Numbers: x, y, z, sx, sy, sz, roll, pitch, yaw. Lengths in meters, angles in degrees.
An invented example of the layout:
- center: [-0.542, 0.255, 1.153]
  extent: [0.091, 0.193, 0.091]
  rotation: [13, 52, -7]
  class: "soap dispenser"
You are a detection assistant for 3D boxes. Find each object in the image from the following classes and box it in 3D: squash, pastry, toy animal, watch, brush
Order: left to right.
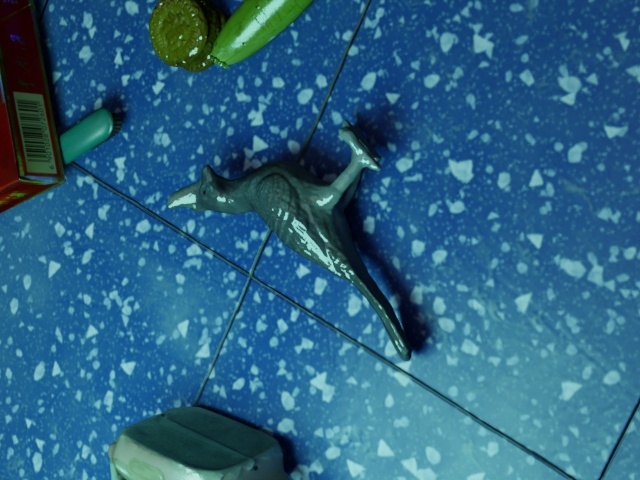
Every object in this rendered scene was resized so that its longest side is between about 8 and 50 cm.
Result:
- center: [-0.336, -0.132, 1.653]
  extent: [0.193, 0.032, 0.043]
  rotation: [-26, 77, 41]
  class: "brush"
- center: [-0.170, -0.268, 1.536]
  extent: [0.109, 0.057, 0.097]
  rotation: [36, 108, 29]
  class: "pastry"
- center: [-0.139, 0.352, 1.453]
  extent: [0.253, 0.161, 0.241]
  rotation: [17, 109, 34]
  class: "watch"
- center: [-0.064, -0.284, 1.466]
  extent: [0.201, 0.066, 0.066]
  rotation: [-42, 68, 24]
  class: "squash"
- center: [0.004, -0.039, 1.409]
  extent: [0.367, 0.081, 0.206]
  rotation: [33, 100, 21]
  class: "toy animal"

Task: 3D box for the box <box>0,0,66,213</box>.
- center: [-0.477, -0.202, 1.693]
  extent: [0.197, 0.089, 0.313]
  rotation: [-20, 76, 38]
  class: "box"
